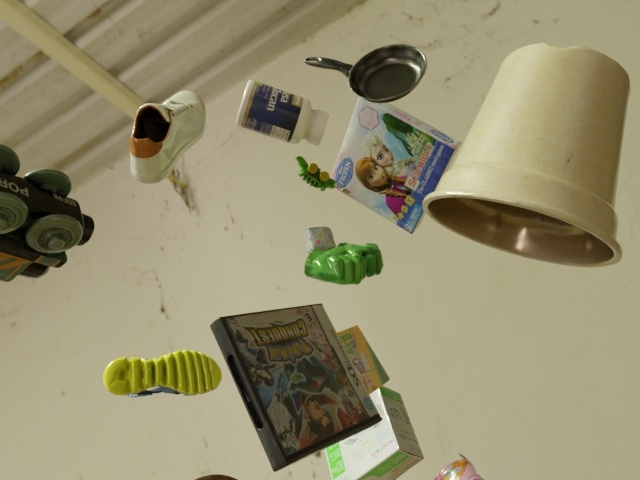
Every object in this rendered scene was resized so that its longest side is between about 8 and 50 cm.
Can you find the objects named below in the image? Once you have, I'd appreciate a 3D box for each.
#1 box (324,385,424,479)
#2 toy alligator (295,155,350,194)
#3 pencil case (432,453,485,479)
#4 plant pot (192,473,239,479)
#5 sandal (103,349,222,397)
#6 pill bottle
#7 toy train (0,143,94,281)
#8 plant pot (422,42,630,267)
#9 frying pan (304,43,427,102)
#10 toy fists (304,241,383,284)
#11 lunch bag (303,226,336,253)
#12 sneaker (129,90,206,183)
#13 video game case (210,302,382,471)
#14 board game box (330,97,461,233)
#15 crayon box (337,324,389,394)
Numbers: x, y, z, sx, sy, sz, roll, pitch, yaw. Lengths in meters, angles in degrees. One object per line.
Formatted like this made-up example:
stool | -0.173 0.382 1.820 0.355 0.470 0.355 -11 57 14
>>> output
box | 0.148 0.607 1.720 0.126 0.231 0.262 32 -64 -33
toy alligator | -0.001 -0.161 1.569 0.189 0.056 0.051 34 -102 -24
pencil case | 0.345 0.571 1.149 0.124 0.284 0.124 -13 -61 -24
plant pot | -0.149 0.335 0.562 0.165 0.167 0.166 -29 -32 30
sandal | -0.436 0.379 1.606 0.316 0.126 0.138 5 -24 -16
pill bottle | -0.074 -0.246 1.131 0.169 0.094 0.094 17 -46 -10
toy train | -0.489 -0.038 0.794 0.190 0.142 0.334 -36 -31 16
plant pot | 0.385 -0.152 1.001 0.333 0.333 0.306 30 -102 -51
frying pan | 0.105 -0.403 1.433 0.325 0.198 0.053 -5 -35 19
toy fists | 0.081 0.058 1.579 0.279 0.142 0.096 -13 -65 -60
lunch bag | 0.000 0.000 1.660 0.083 0.071 0.053 -7 -21 -25
sneaker | -0.308 -0.249 1.181 0.105 0.290 0.123 8 -45 4
video game case | -0.032 0.231 0.982 0.035 0.248 0.274 -41 -23 30
board game box | 0.209 -0.227 1.713 0.066 0.317 0.319 -41 -23 -48
crayon box | 0.055 0.307 1.372 0.081 0.165 0.278 -36 -13 19
